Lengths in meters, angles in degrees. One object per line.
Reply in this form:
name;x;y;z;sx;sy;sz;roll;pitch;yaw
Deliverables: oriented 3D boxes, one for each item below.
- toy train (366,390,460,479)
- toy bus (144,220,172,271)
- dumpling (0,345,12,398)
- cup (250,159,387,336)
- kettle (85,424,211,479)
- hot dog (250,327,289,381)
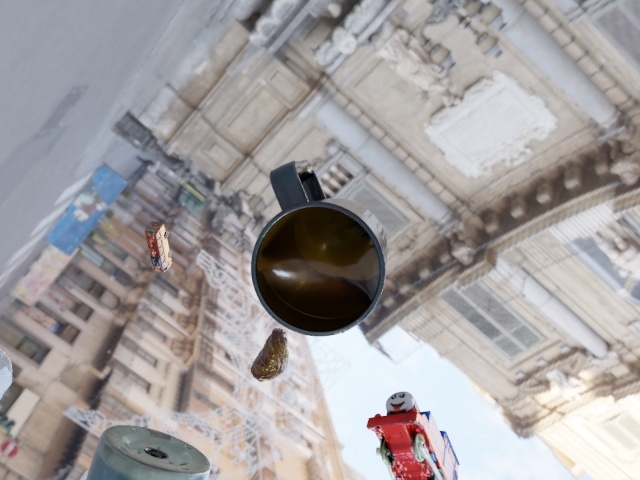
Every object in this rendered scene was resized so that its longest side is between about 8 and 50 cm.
toy train;0.149;0.329;1.048;0.083;0.204;0.131;-13;-154;23
toy bus;-0.314;0.013;1.299;0.043;0.031;0.110;-68;164;-46
dumpling;-0.738;0.341;1.358;0.293;0.204;0.163;-48;-141;-12
cup;-0.009;0.016;1.328;0.242;0.308;0.292;-53;176;11
kettle;-0.413;0.608;1.486;0.319;0.247;0.342;-177;-73;-84
hot dog;-0.116;0.278;1.611;0.099;0.065;0.147;-98;-148;-56
